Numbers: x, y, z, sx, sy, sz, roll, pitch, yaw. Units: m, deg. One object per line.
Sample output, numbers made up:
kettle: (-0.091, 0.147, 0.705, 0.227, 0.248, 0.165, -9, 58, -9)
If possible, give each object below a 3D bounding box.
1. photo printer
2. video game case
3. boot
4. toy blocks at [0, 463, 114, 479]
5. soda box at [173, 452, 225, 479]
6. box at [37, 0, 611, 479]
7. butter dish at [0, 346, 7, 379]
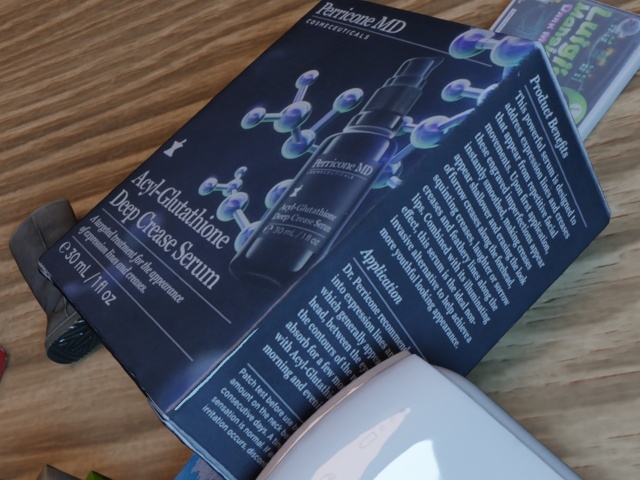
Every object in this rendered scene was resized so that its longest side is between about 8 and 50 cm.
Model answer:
photo printer: (0.087, 0.249, 0.619, 0.307, 0.107, 0.256, 42, 84, -4)
video game case: (0.240, -0.184, 0.943, 0.173, 0.022, 0.190, 33, 81, 36)
boot: (-0.288, 0.025, 1.074, 0.190, 0.076, 0.208, -32, 46, 5)
toy blocks: (-0.224, 0.341, 0.643, 0.261, 0.191, 0.381, -61, 18, -5)
soda box: (-0.143, 0.307, 0.828, 0.067, 0.071, 0.210, 33, 81, 37)
box: (0.000, 0.000, 0.783, 0.395, 0.212, 0.293, -45, 39, -11)
butter dish: (-0.487, 0.181, 1.049, 0.118, 0.160, 0.160, -16, 52, 47)
